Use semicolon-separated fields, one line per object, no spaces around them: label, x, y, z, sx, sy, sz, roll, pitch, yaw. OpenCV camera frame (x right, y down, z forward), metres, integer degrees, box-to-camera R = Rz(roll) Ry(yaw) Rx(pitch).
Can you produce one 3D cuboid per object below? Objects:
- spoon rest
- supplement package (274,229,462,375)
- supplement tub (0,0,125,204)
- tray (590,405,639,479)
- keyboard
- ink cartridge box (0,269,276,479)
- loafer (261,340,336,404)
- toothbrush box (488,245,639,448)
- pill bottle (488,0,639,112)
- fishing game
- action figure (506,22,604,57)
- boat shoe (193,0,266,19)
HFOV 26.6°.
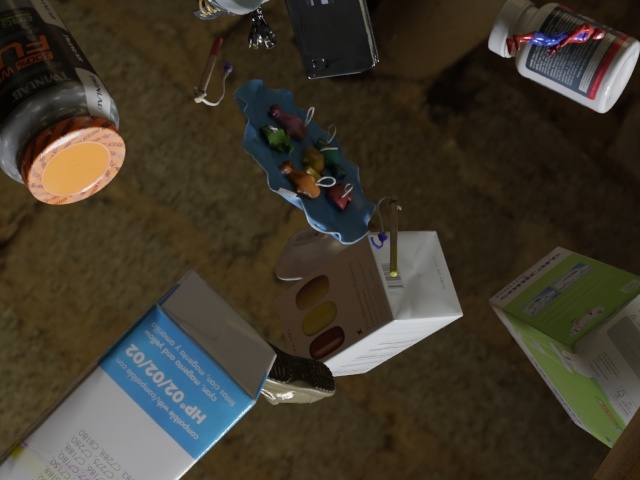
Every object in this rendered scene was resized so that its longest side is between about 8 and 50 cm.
spoon rest;0.000;0.000;2.200;0.137;0.276;0.084;-16;113;13
supplement package;0.065;0.097;1.965;0.244;0.134;0.139;-37;63;46
supplement tub;-0.423;-0.214;2.005;0.316;0.194;0.193;54;154;30
tray;0.337;0.223;1.213;0.076;0.203;0.411;30;164;27
keyboard;-0.035;-0.387;2.067;0.202;0.033;0.317;-5;125;15
ink cartridge box;-0.107;0.102;0.608;0.061;0.181;0.104;45;-173;-2
loafer;-0.049;0.143;1.409;0.148;0.056;0.050;24;127;-36
toothbrush box;0.335;0.137;1.567;0.206;0.122;0.283;53;174;-11
pill bottle;0.320;-0.253;1.797;0.180;0.108;0.108;29;144;18
fishing game;-0.010;-0.081;1.267;0.041;0.189;0.264;-38;110;24
action figure;0.272;-0.230;1.552;0.038;0.115;0.030;144;113;-76
boat shoe;-0.106;-0.256;1.398;0.083;0.183;0.065;-17;96;17
